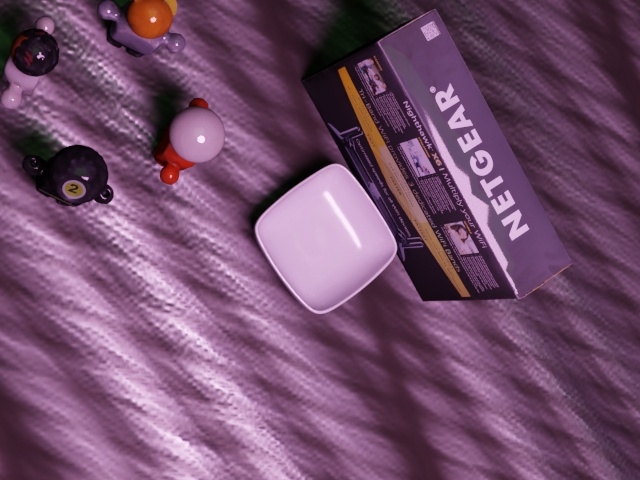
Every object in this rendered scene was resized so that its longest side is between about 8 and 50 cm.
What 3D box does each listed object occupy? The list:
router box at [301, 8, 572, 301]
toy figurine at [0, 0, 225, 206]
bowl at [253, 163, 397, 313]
[{"bbox_3d":[0.121,-0.082,1.405,0.081,0.243,0.309,-32,98,-18],"label":"router box"},{"bbox_3d":[-0.223,-0.148,1.334,0.213,0.148,0.209,-19,93,-20],"label":"toy figurine"},{"bbox_3d":[0.000,0.000,1.457,0.142,0.053,0.142,-38,99,-19],"label":"bowl"}]
